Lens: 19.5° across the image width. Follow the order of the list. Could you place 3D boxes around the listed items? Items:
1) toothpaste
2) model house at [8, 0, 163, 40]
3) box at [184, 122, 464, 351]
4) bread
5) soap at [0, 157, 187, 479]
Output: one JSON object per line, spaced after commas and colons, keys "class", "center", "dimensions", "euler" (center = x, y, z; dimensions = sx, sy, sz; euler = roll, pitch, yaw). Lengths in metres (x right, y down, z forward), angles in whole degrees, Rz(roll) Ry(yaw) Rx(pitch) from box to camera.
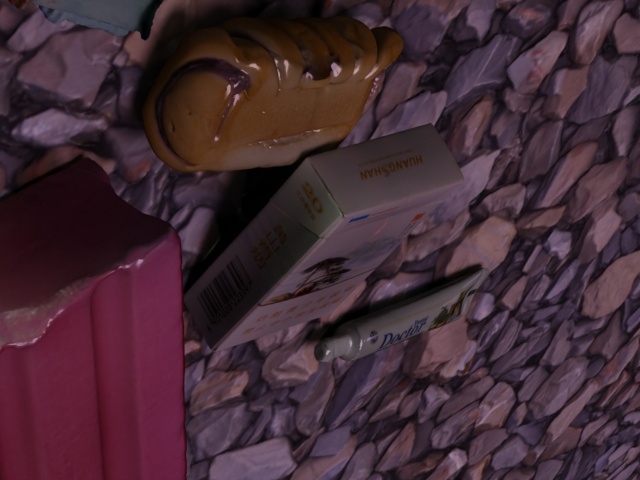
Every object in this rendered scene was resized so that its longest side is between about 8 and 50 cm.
{"class": "toothpaste", "center": [0.085, 0.080, 1.899], "dimensions": [0.255, 0.037, 0.067], "euler": [-18, 139, -46]}
{"class": "model house", "center": [-0.167, -0.211, 1.184], "dimensions": [0.148, 0.119, 0.148], "euler": [8, 147, -28]}
{"class": "box", "center": [0.000, 0.000, 1.590], "dimensions": [0.149, 0.067, 0.233], "euler": [-20, 162, -43]}
{"class": "bread", "center": [-0.037, -0.119, 1.461], "dimensions": [0.225, 0.081, 0.134], "euler": [-9, 137, -50]}
{"class": "soap", "center": [-0.228, 0.133, 1.469], "dimensions": [0.233, 0.128, 0.359], "euler": [-31, 147, -27]}
